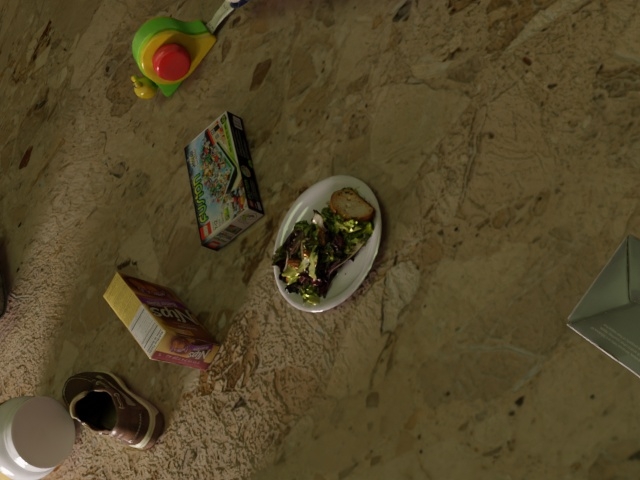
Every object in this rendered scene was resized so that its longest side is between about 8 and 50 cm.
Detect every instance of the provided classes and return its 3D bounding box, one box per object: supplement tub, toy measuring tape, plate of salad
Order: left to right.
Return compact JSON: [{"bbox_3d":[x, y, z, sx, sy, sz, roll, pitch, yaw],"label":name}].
[{"bbox_3d":[-0.534,0.351,1.466,0.200,0.144,0.144,-23,58,35],"label":"supplement tub"},{"bbox_3d":[-0.243,-0.390,1.519,0.330,0.121,0.121,-48,47,18],"label":"toy measuring tape"},{"bbox_3d":[0.000,0.000,1.174,0.200,0.048,0.199,-18,62,37],"label":"plate of salad"}]

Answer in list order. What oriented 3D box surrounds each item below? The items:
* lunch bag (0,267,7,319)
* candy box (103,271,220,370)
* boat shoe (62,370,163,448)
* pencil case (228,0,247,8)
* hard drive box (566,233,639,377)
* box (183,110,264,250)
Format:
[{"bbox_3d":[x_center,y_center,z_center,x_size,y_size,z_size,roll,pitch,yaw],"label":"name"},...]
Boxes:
[{"bbox_3d":[-0.805,0.141,1.779,0.305,0.213,0.256,-43,65,24],"label":"lunch bag"},{"bbox_3d":[-0.248,0.124,1.315,0.187,0.109,0.053,40,102,44],"label":"candy box"},{"bbox_3d":[-0.362,0.262,1.374,0.257,0.095,0.095,7,78,45],"label":"boat shoe"},{"bbox_3d":[-0.021,-0.457,1.299,0.410,0.160,0.183,8,62,45],"label":"pencil case"},{"bbox_3d":[0.337,0.104,0.678,0.181,0.232,0.089,41,102,44],"label":"hard drive box"},{"bbox_3d":[-0.160,-0.098,1.374,0.114,0.036,0.207,-36,52,28],"label":"box"}]
